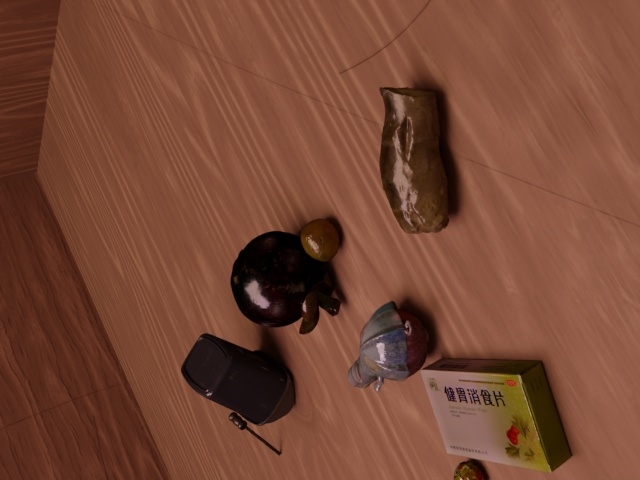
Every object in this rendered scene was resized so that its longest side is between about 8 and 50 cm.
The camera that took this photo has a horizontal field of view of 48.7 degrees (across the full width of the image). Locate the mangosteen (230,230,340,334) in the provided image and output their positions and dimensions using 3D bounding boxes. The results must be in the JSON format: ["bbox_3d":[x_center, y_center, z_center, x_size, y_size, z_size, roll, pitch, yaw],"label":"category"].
[{"bbox_3d":[-0.074,0.100,1.609,0.265,0.228,0.228,26,135,11],"label":"mangosteen"}]

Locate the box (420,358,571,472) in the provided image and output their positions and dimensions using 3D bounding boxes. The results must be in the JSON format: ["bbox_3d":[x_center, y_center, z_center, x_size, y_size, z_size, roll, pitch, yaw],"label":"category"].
[{"bbox_3d":[0.305,0.305,1.268,0.260,0.062,0.175,-13,96,59],"label":"box"}]

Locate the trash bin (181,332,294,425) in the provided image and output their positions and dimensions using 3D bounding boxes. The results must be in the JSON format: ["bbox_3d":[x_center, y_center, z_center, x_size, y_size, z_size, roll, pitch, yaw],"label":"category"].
[{"bbox_3d":[-0.218,0.382,1.941,0.209,0.290,0.182,29,85,48],"label":"trash bin"}]

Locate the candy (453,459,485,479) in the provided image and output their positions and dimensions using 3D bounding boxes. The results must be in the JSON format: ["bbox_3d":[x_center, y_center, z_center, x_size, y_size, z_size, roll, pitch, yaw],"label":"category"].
[{"bbox_3d":[0.332,0.517,1.368,0.201,0.060,0.060,51,144,16],"label":"candy"}]

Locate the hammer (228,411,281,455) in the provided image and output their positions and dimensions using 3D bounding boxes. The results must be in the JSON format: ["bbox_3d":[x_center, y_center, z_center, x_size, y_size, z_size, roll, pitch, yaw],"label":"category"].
[{"bbox_3d":[-0.179,0.575,2.062,0.058,0.029,0.292,32,164,40],"label":"hammer"}]

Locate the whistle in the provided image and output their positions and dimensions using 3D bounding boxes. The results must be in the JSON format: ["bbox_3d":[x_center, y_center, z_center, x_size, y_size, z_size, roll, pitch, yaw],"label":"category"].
[{"bbox_3d":[0.129,0.233,1.453,0.142,0.133,0.346,55,155,16],"label":"whistle"}]

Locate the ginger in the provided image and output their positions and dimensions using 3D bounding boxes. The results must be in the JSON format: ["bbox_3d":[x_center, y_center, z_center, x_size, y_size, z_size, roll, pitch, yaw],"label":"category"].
[{"bbox_3d":[0.155,-0.135,1.206,0.116,0.109,0.263,-120,21,-72],"label":"ginger"}]

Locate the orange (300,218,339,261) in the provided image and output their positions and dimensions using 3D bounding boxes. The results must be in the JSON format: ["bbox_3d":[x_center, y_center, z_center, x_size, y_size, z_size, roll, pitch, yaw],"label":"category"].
[{"bbox_3d":[0.000,0.000,1.541,0.085,0.085,0.095,-14,93,58],"label":"orange"}]
